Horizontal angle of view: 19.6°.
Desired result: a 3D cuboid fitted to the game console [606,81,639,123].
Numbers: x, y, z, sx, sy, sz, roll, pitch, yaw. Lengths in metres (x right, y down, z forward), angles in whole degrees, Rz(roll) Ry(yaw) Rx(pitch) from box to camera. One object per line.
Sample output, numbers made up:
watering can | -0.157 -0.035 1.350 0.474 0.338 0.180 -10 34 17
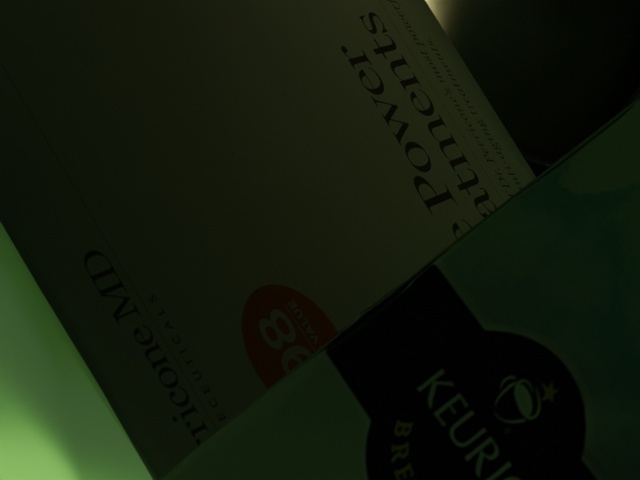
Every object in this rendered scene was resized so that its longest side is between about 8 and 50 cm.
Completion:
game console | 0.200 -0.048 0.826 0.107 0.122 0.071 34 -164 -11

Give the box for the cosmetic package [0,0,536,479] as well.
cosmetic package | -0.078 -0.074 0.670 0.284 0.097 0.377 -24 -100 -52

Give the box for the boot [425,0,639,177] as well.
boot | 0.001 0.001 0.933 0.146 0.445 0.367 47 -172 24

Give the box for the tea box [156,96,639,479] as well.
tea box | 0.179 0.126 0.439 0.329 0.323 0.220 54 -176 36
